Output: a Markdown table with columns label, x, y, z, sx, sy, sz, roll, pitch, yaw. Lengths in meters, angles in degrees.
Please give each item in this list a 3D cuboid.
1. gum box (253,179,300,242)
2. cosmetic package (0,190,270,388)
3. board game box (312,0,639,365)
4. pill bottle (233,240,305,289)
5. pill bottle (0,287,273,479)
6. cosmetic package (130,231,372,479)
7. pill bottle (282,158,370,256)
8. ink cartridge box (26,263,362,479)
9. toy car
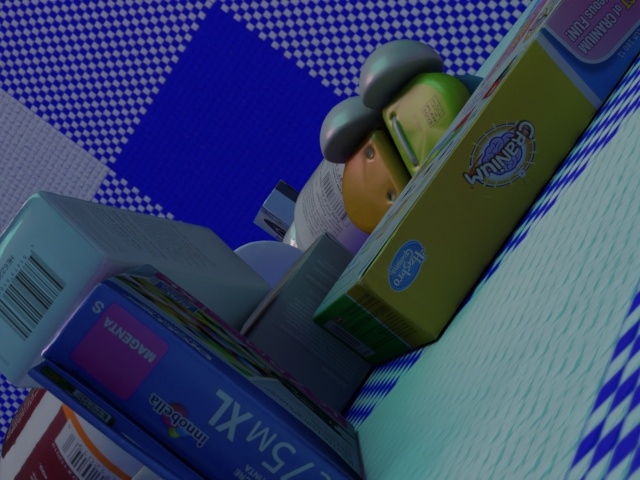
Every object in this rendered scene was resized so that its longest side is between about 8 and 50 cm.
| label | x | y | z | sx | sy | sz | roll | pitch | yaw |
| --- | --- | --- | --- | --- | --- | --- | --- | --- | --- |
| gum box | 0.000 | 0.000 | 1.964 | 0.041 | 0.157 | 0.184 | -54 | 2 | -8 |
| cosmetic package | -0.147 | 0.044 | 1.239 | 0.117 | 0.085 | 0.231 | -52 | -24 | 11 |
| board game box | 0.123 | -0.062 | 1.220 | 0.316 | 0.064 | 0.242 | -54 | 1 | -11 |
| pill bottle | -0.092 | 0.128 | 1.773 | 0.161 | 0.161 | 0.283 | -55 | 2 | -38 |
| pill bottle | -0.173 | 0.191 | 1.588 | 0.224 | 0.224 | 0.392 | -54 | 2 | -36 |
| cosmetic package | -0.039 | 0.124 | 1.335 | 0.238 | 0.107 | 0.127 | -50 | 2 | -38 |
| pill bottle | 0.046 | -0.032 | 1.731 | 0.131 | 0.131 | 0.229 | -54 | 2 | -36 |
| ink cartridge box | -0.062 | 0.095 | 0.997 | 0.065 | 0.186 | 0.311 | -52 | 1 | 3 |
| toy car | 0.096 | -0.075 | 1.440 | 0.136 | 0.159 | 0.182 | -10 | -27 | -33 |
